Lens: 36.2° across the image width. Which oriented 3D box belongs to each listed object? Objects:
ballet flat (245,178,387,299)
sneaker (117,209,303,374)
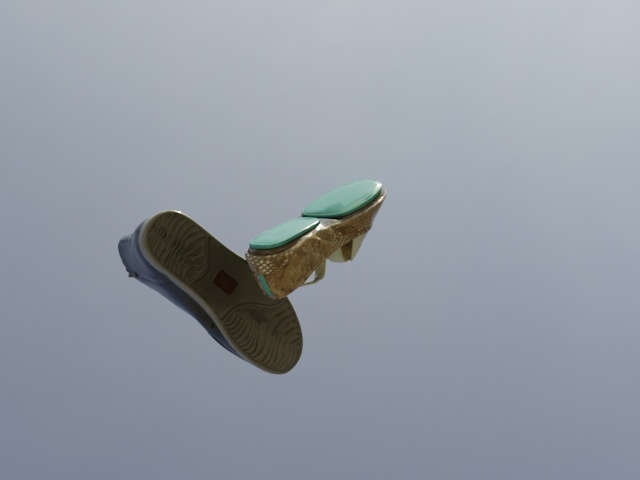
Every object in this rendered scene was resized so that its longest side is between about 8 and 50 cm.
[{"bbox_3d":[0.000,0.000,0.975,0.206,0.073,0.067,-30,-62,-45],"label":"ballet flat"},{"bbox_3d":[-0.116,0.056,1.055,0.222,0.118,0.083,47,-114,-14],"label":"sneaker"}]
